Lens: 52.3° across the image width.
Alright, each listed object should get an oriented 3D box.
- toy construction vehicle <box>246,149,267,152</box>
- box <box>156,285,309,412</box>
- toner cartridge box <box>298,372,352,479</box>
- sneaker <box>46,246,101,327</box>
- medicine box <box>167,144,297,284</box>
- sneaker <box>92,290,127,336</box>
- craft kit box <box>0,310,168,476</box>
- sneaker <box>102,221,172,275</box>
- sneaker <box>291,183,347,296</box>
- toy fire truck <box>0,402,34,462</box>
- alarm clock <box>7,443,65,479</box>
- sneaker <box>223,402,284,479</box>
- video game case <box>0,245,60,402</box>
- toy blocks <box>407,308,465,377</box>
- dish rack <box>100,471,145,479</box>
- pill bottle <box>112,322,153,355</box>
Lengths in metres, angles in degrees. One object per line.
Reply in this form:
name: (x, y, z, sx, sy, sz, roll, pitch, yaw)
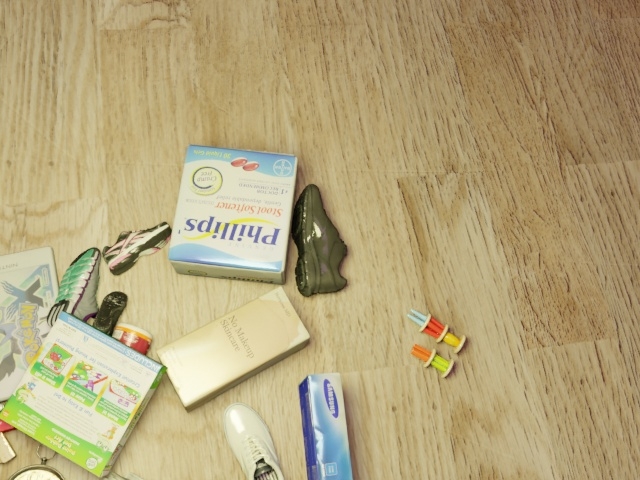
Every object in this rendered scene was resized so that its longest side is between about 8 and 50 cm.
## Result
toy construction vehicle: (-0.184, -0.192, 1.678, 0.098, 0.035, 0.085, -2, 70, -10)
box: (-0.194, 0.243, 1.467, 0.311, 0.121, 0.148, -28, 76, -18)
toner cartridge box: (0.014, 0.470, 1.396, 0.075, 0.165, 0.347, -3, 71, -12)
sneaker: (-0.542, 0.124, 1.494, 0.083, 0.098, 0.223, -13, 46, 30)
medicine box: (-0.198, -0.057, 1.544, 0.264, 0.149, 0.289, 6, 72, -1)
sneaker: (-0.488, 0.193, 1.468, 0.051, 0.089, 0.170, 21, 30, -6)
craft kit box: (-0.485, 0.312, 1.340, 0.250, 0.061, 0.246, 28, 77, 8)
sneaker: (-0.440, 0.000, 1.548, 0.178, 0.072, 0.077, -34, 68, -25)
sneaker: (0.000, 0.000, 1.614, 0.130, 0.109, 0.286, 1, 76, -19)
toy fire truck: (-0.664, 0.414, 1.365, 0.192, 0.047, 0.135, 9, 69, -7)
alarm clock: (-0.579, 0.510, 1.333, 0.130, 0.064, 0.192, 11, 63, -12)
sneaker: (-0.133, 0.468, 1.410, 0.094, 0.091, 0.258, -26, 76, -17)
video game case: (-0.726, 0.195, 1.442, 0.300, 0.036, 0.328, -12, 73, -13)
toy blocks: (0.262, 0.244, 1.580, 0.148, 0.054, 0.123, 31, 68, 3)
dish rack: (-0.441, 0.590, 1.207, 0.072, 0.285, 0.332, 33, 66, -16)
pill bottle: (-0.437, 0.266, 1.438, 0.086, 0.086, 0.152, 20, 69, -2)
